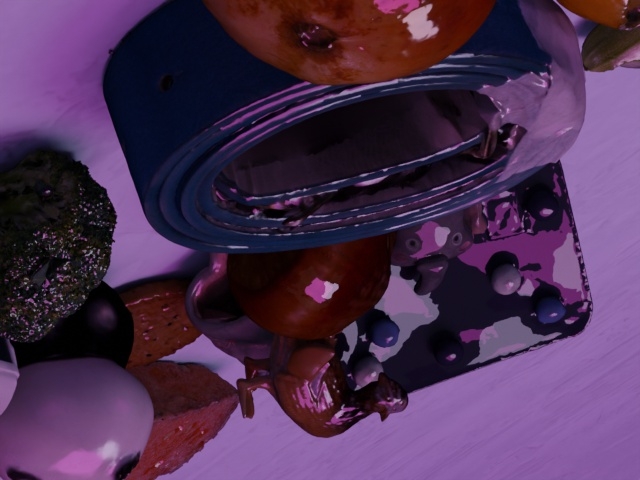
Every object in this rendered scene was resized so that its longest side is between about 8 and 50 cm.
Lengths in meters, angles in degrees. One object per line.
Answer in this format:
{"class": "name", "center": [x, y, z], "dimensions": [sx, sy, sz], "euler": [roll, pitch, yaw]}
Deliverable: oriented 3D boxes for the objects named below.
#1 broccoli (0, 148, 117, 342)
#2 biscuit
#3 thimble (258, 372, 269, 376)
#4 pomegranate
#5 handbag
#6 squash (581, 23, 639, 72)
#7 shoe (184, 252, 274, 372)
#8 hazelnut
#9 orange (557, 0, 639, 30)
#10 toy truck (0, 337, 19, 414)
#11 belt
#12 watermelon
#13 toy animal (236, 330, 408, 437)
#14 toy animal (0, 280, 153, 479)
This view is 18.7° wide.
{"class": "broccoli", "center": [-0.270, 0.006, 1.824], "dimensions": [0.156, 0.195, 0.195], "euler": [11, 143, -21]}
{"class": "biscuit", "center": [-0.205, 0.097, 2.225], "dimensions": [0.188, 0.027, 0.188], "euler": [-20, 157, -9]}
{"class": "thimble", "center": [-0.023, 0.103, 2.311], "dimensions": [0.150, 0.098, 0.150], "euler": [-18, 156, -8]}
{"class": "pomegranate", "center": [0.026, -0.253, 1.468], "dimensions": [0.229, 0.270, 0.252], "euler": [-10, 135, 38]}
{"class": "handbag", "center": [0.128, 0.029, 2.167], "dimensions": [0.325, 0.118, 0.269], "euler": [-20, 117, -6]}
{"class": "squash", "center": [0.370, -0.236, 1.985], "dimensions": [0.239, 0.069, 0.069], "euler": [-30, 155, 13]}
{"class": "shoe", "center": [-0.094, 0.075, 2.146], "dimensions": [0.100, 0.103, 0.251], "euler": [-36, 149, -26]}
{"class": "hazelnut", "center": [0.000, 0.000, 1.984], "dimensions": [0.178, 0.204, 0.178], "euler": [12, 147, 8]}
{"class": "orange", "center": [0.275, -0.262, 1.775], "dimensions": [0.156, 0.134, 0.156], "euler": [-18, 166, -5]}
{"class": "toy truck", "center": [-0.475, 0.165, 1.908], "dimensions": [0.387, 0.207, 0.173], "euler": [-33, 154, 22]}
{"class": "belt", "center": [0.028, -0.128, 1.782], "dimensions": [0.436, 0.173, 0.300], "euler": [-14, 153, -20]}
{"class": "watermelon", "center": [-0.217, 0.223, 2.384], "dimensions": [0.256, 0.140, 0.193], "euler": [-14, 152, -41]}
{"class": "toy animal", "center": [-0.001, 0.135, 2.095], "dimensions": [0.179, 0.089, 0.188], "euler": [-4, 123, 11]}
{"class": "toy animal", "center": [-0.273, 0.162, 2.036], "dimensions": [0.187, 0.235, 0.165], "euler": [-10, 151, -11]}
